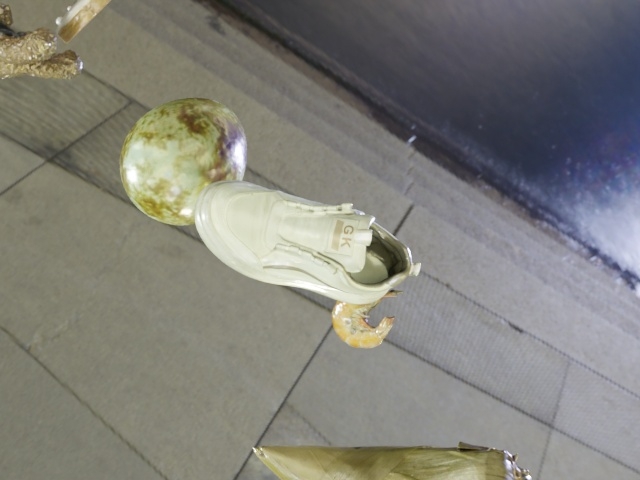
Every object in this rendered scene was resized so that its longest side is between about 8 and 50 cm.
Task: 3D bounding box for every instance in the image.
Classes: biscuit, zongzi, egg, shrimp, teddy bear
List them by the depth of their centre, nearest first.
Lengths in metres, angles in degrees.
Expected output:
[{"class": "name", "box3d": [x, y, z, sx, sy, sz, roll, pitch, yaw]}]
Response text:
[{"class": "zongzi", "box3d": [0.089, 0.308, 1.031, 0.300, 0.274, 0.145, 34, 44, -9]}, {"class": "teddy bear", "box3d": [-0.584, -0.366, 1.470, 0.251, 0.182, 0.129, 33, 82, 16]}, {"class": "egg", "box3d": [-0.262, -0.162, 1.566, 0.238, 0.238, 0.289, 45, 45, -9]}, {"class": "biscuit", "box3d": [-0.457, -0.470, 1.570, 0.049, 0.181, 0.208, 46, -2, -23]}, {"class": "shrimp", "box3d": [0.105, 0.159, 1.703, 0.132, 0.187, 0.052, 55, 33, 8]}]

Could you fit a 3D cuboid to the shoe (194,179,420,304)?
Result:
[{"class": "shoe", "box3d": [0.000, 0.000, 1.044, 0.316, 0.159, 0.124, 21, 72, -30]}]
